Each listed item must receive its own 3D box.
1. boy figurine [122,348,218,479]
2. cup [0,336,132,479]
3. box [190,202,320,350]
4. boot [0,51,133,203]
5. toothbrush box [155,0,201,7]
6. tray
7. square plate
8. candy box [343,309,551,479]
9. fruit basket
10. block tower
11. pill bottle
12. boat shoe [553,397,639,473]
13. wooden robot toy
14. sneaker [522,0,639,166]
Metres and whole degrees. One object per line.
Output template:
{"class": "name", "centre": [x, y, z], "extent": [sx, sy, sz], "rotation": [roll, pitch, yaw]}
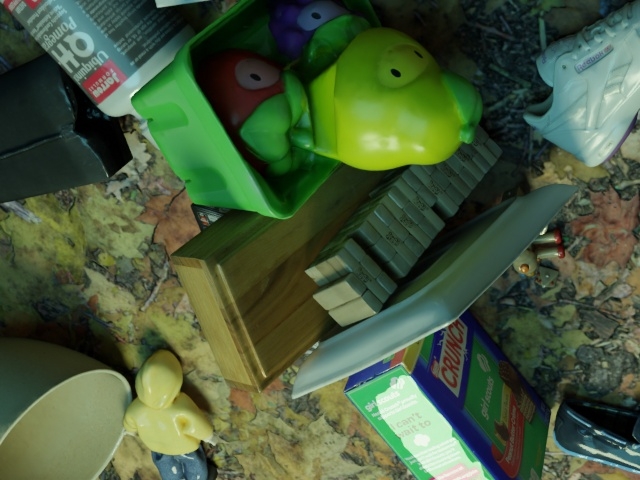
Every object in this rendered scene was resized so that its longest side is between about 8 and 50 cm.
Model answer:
{"class": "boy figurine", "centre": [-0.270, 0.318, 2.107], "extent": [0.177, 0.092, 0.285], "rotation": [-3, 119, 21]}
{"class": "cup", "centre": [-0.525, 0.298, 2.080], "extent": [0.237, 0.331, 0.331], "rotation": [34, 130, 27]}
{"class": "box", "centre": [-0.070, 0.045, 1.798], "extent": [0.270, 0.060, 0.216], "rotation": [18, 134, 52]}
{"class": "boot", "centre": [-0.548, -0.208, 1.826], "extent": [0.445, 0.146, 0.367], "rotation": [-9, 128, 31]}
{"class": "toothbrush box", "centre": [-0.117, -0.437, 1.455], "extent": [0.126, 0.295, 0.216], "rotation": [-4, 120, 21]}
{"class": "tray", "centre": [0.000, 0.000, 1.618], "extent": [0.076, 0.411, 0.202], "rotation": [7, 126, 45]}
{"class": "square plate", "centre": [0.141, 0.057, 1.602], "extent": [0.049, 0.344, 0.347], "rotation": [53, 139, -4]}
{"class": "candy box", "centre": [0.196, 0.240, 1.782], "extent": [0.122, 0.268, 0.317], "rotation": [-33, 105, 29]}
{"class": "fruit basket", "centre": [0.007, -0.202, 1.513], "extent": [0.392, 0.392, 0.283], "rotation": [-19, 112, 28]}
{"class": "block tower", "centre": [0.114, -0.041, 1.592], "extent": [0.091, 0.335, 0.097], "rotation": [46, 149, -11]}
{"class": "pill bottle", "centre": [-0.284, -0.286, 1.681], "extent": [0.176, 0.176, 0.318], "rotation": [-34, 105, 33]}
{"class": "boat shoe", "centre": [0.481, 0.297, 1.818], "extent": [0.258, 0.109, 0.089], "rotation": [5, 118, 14]}
{"class": "wooden robot toy", "centre": [0.303, 0.013, 1.719], "extent": [0.076, 0.079, 0.173], "rotation": [-7, 118, 24]}
{"class": "sneaker", "centre": [0.364, -0.232, 1.521], "extent": [0.152, 0.114, 0.305], "rotation": [27, 126, 0]}
